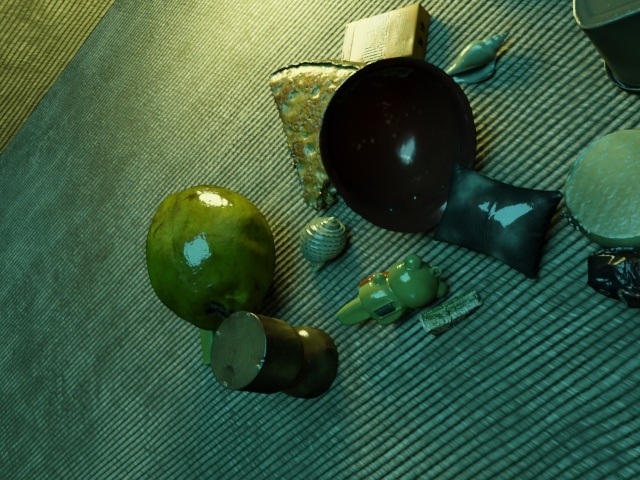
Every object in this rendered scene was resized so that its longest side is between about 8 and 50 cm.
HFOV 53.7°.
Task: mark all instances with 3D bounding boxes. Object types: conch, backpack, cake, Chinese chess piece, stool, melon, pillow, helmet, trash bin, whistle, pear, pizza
[{"bbox_3d":[0.375,-0.427,1.487,0.180,0.088,0.065,-35,11,34],"label":"conch"},{"bbox_3d":[0.556,0.069,1.113,0.165,0.120,0.106,-4,68,57],"label":"backpack"},{"bbox_3d":[0.286,0.159,1.372,0.140,0.055,0.051,-28,55,10],"label":"cake"},{"bbox_3d":[0.570,-0.092,1.173,0.238,0.092,0.238,-14,67,36],"label":"Chinese chess piece"},{"bbox_3d":[-0.106,0.277,1.500,0.179,0.264,0.179,-15,66,37],"label":"stool"},{"bbox_3d":[-0.331,0.270,1.857,0.114,0.053,0.262,-57,41,34],"label":"melon"},{"bbox_3d":[0.358,-0.046,1.316,0.250,0.106,0.186,23,108,37],"label":"pillow"},{"bbox_3d":[0.166,-0.230,1.457,0.337,0.385,0.230,-27,19,4],"label":"helmet"},{"bbox_3d":[0.602,-0.421,1.158,0.219,0.250,0.220,-13,67,44],"label":"trash bin"},{"bbox_3d":[-0.004,-0.004,1.630,0.153,0.102,0.135,-44,37,21],"label":"conch"},{"bbox_3d":[0.156,0.123,1.435,0.288,0.131,0.106,-31,27,32],"label":"whistle"},{"bbox_3d":[-0.289,0.040,1.703,0.352,0.352,0.413,-37,61,25],"label":"pear"},{"bbox_3d":[0.016,-0.284,1.705,0.440,0.130,0.406,15,96,36],"label":"pizza"}]

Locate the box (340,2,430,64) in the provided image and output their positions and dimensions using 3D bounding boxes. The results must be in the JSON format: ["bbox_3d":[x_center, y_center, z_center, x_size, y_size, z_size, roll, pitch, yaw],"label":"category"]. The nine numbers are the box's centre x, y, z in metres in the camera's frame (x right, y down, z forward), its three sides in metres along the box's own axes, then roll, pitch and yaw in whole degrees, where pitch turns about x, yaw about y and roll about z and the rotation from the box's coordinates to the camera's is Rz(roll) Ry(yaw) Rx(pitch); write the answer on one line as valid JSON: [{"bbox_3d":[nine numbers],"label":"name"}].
[{"bbox_3d":[0.168,-0.526,1.687,0.237,0.070,0.152,-2,74,41],"label":"box"}]
